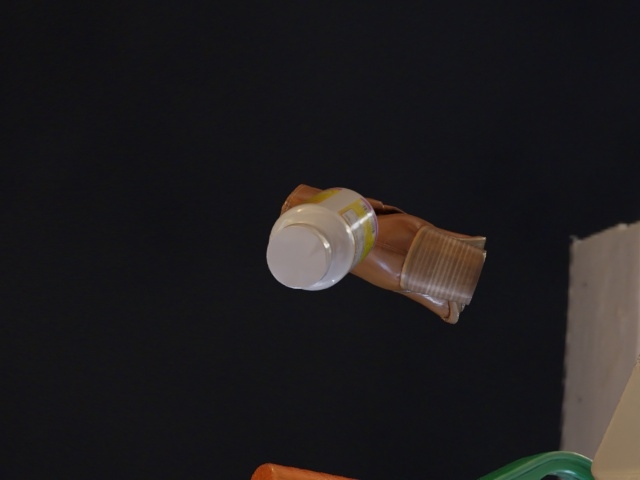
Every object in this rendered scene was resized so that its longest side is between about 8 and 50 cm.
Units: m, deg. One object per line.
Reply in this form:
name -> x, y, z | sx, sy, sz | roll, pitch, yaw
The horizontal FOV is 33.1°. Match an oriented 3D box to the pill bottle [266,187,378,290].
pill bottle -> 0.000, 0.000, 0.545 | 0.083, 0.043, 0.043 | -34, -67, -70

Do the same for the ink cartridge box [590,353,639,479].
ink cartridge box -> 0.221, 0.041, 0.364 | 0.230, 0.078, 0.134 | -4, -55, -25

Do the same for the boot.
boot -> 0.049, 0.003, 0.841 | 0.152, 0.197, 0.073 | 20, -96, 7

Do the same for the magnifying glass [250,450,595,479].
magnifying glass -> 0.068, 0.132, 0.488 | 0.230, 0.026, 0.092 | 18, -117, -32
